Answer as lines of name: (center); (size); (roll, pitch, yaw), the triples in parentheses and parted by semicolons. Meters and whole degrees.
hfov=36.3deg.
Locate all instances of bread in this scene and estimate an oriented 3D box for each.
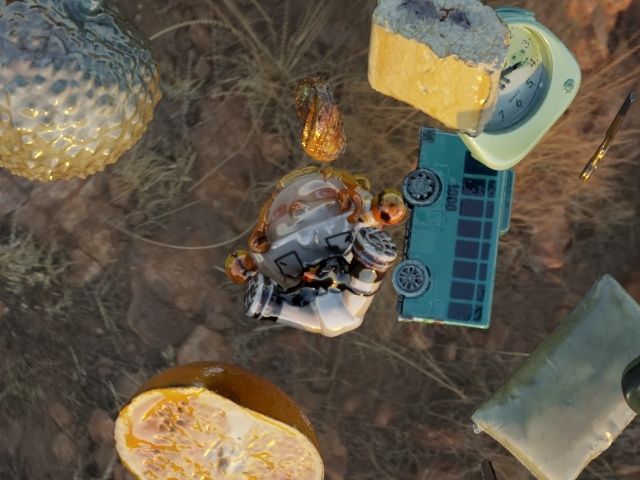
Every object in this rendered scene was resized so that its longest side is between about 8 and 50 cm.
bread: (0.101, -0.158, 0.822); (0.125, 0.106, 0.082); (30, 68, 16)

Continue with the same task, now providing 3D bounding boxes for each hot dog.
hot dog: (-0.001, -0.176, 1.419); (0.065, 0.147, 0.099); (-11, 68, 9)

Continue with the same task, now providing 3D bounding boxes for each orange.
orange: (-0.166, 0.320, 1.562); (0.310, 0.274, 0.274); (0, 89, -32)

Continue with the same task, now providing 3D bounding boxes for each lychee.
lychee: (-0.321, -0.194, 1.153); (0.255, 0.274, 0.255); (29, 41, -28)

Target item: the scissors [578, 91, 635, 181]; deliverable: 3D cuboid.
scissors: (0.449, -0.166, 1.507); (0.017, 0.220, 0.088); (36, 70, 14)

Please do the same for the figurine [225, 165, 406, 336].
figurine: (0.002, 0.004, 1.607); (0.320, 0.323, 0.196); (-20, 125, 14)

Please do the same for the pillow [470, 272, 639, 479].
pillow: (0.378, 0.216, 1.414); (0.185, 0.075, 0.302); (43, 93, 1)

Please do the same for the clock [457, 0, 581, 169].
clock: (0.193, -0.192, 1.105); (0.159, 0.066, 0.211); (-48, 126, 1)

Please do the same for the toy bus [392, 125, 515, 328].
toy bus: (0.174, -0.013, 1.291); (0.147, 0.128, 0.256); (7, 86, 4)

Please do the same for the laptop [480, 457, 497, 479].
laptop: (0.170, 0.270, 0.887); (0.016, 0.180, 0.129); (-17, 83, 6)

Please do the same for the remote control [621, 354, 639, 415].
remote control: (0.270, 0.057, 0.571); (0.072, 0.222, 0.042); (28, 48, -14)
